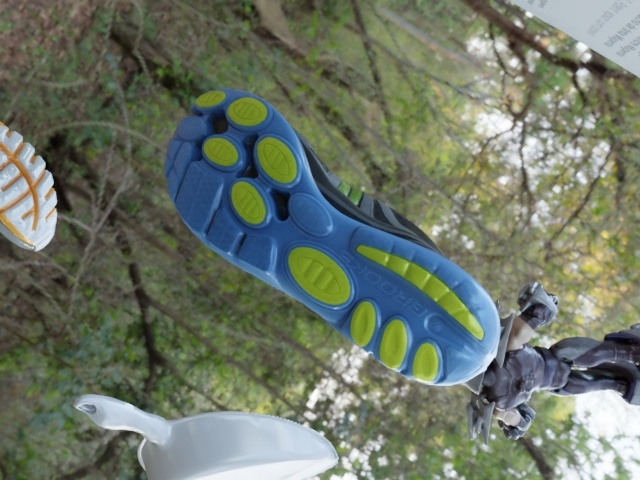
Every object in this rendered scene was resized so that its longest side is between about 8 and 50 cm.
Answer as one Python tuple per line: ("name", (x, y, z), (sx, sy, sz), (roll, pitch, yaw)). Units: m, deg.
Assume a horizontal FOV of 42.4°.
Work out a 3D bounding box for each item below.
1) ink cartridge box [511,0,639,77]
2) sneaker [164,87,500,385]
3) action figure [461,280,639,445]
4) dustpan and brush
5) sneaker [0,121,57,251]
("ink cartridge box", (0.031, -0.169, 0.248), (0.071, 0.330, 0.324), (-60, 176, 6))
("sneaker", (0.000, 0.000, 0.380), (0.067, 0.188, 0.078), (-51, 162, 0))
("action figure", (0.263, 0.140, 0.913), (0.099, 0.284, 0.185), (-106, -159, -56))
("dustpan and brush", (-0.102, 0.159, 0.633), (0.147, 0.211, 0.060), (-31, -122, 23))
("sneaker", (-0.332, -0.075, 0.770), (0.083, 0.215, 0.084), (-28, -162, 26))
